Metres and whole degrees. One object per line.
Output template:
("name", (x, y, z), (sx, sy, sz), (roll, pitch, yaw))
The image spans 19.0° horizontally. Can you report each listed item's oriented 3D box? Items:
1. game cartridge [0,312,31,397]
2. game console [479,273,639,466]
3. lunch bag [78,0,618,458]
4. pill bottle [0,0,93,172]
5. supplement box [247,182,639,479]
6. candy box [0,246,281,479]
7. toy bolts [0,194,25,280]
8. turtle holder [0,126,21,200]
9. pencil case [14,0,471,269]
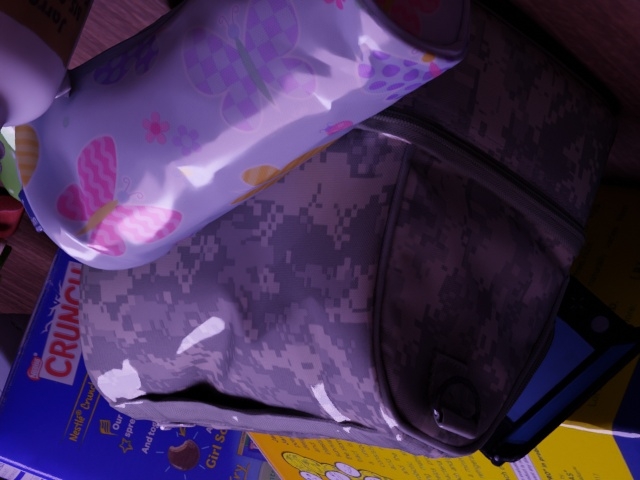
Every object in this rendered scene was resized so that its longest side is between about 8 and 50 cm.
("game cartridge", (-0.223, 0.160, 1.864), (0.198, 0.062, 0.297), (45, -168, 29))
("game console", (0.134, 0.074, 1.157), (0.107, 0.122, 0.071), (45, 170, 33))
("lunch bag", (0.000, 0.000, 1.178), (0.305, 0.256, 0.212), (3, 157, 45))
("pill bottle", (-0.190, -0.130, 1.018), (0.131, 0.229, 0.131), (17, 163, 5))
("supplement box", (0.125, 0.082, 1.349), (0.356, 0.194, 0.195), (9, 146, 33))
("candy box", (-0.109, 0.127, 1.682), (0.317, 0.268, 0.122), (22, 159, -9))
("toy bolts", (-0.400, 0.025, 1.839), (0.158, 0.218, 0.228), (27, 145, -4))
("turtle holder", (-0.308, -0.082, 1.193), (0.320, 0.243, 0.227), (-22, 138, -2))
("pencil case", (-0.047, -0.089, 1.029), (0.273, 0.124, 0.113), (-31, 174, 35))
